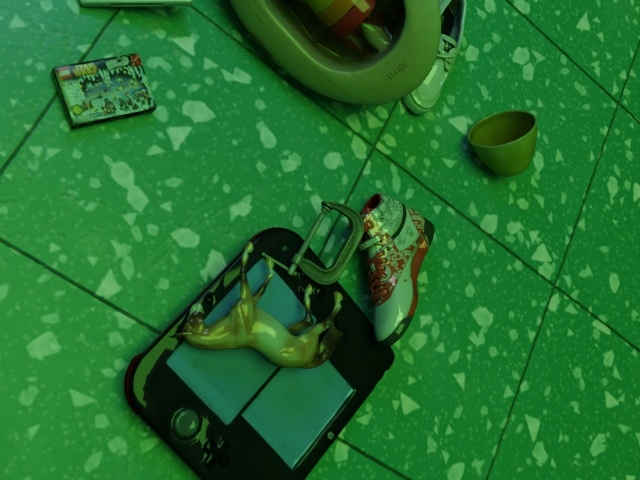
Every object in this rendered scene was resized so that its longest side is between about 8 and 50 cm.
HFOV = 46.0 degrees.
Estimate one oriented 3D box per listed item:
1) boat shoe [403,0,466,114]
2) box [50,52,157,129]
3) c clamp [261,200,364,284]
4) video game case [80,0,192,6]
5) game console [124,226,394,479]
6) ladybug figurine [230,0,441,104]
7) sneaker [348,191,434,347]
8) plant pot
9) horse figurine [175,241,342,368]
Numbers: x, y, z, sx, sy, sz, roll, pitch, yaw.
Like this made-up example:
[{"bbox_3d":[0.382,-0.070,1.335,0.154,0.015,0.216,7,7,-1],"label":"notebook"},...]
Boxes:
[{"bbox_3d":[0.223,-0.369,1.461,0.095,0.084,0.258,20,72,-25],"label":"boat shoe"},{"bbox_3d":[-0.332,-0.232,1.165,0.137,0.027,0.094,-20,90,-30],"label":"box"},{"bbox_3d":[0.000,0.000,1.235,0.137,0.022,0.161,40,74,-22],"label":"c clamp"},{"bbox_3d":[-0.299,-0.466,1.204,0.173,0.022,0.190,-4,83,-13],"label":"video game case"},{"bbox_3d":[-0.083,0.207,1.205,0.342,0.060,0.386,49,63,-12],"label":"game console"},{"bbox_3d":[0.016,-0.433,1.270,0.449,0.305,0.162,47,25,-20],"label":"ladybug figurine"},{"bbox_3d":[0.102,0.042,1.309,0.145,0.090,0.270,33,56,-19],"label":"sneaker"},{"bbox_3d":[0.370,-0.183,1.496,0.134,0.134,0.095,-44,126,-28],"label":"plant pot"},{"bbox_3d":[-0.069,0.126,1.161,0.263,0.066,0.174,32,67,-23],"label":"horse figurine"}]
